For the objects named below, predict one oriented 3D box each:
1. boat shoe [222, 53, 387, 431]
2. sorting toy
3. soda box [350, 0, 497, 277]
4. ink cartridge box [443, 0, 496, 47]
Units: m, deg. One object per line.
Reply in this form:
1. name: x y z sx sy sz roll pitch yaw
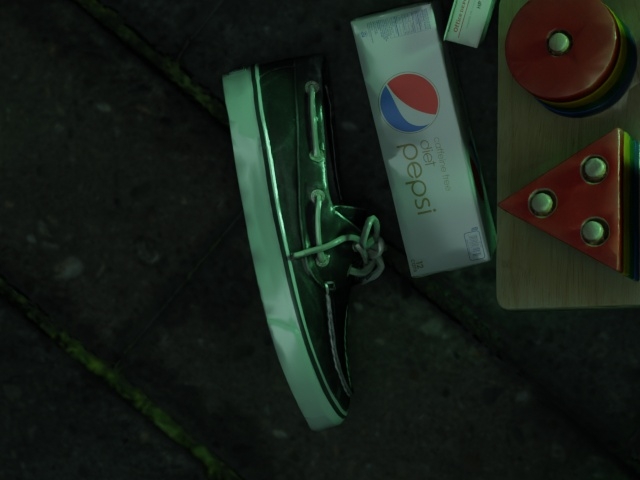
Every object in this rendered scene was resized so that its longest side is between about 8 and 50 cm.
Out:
1. boat shoe: 0.000 0.000 1.533 0.105 0.113 0.306 -12 83 7
2. sorting toy: 0.248 -0.081 1.410 0.255 0.089 0.257 -3 80 24
3. soda box: 0.087 -0.085 1.515 0.069 0.074 0.216 -11 99 13
4. ink cartridge box: 0.121 -0.181 1.484 0.028 0.083 0.048 16 104 7
